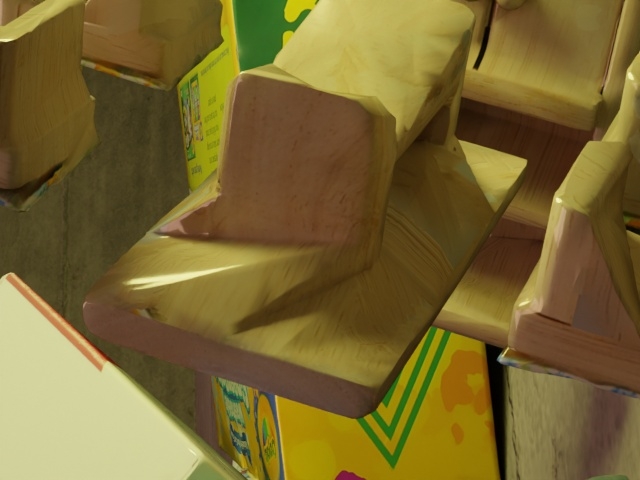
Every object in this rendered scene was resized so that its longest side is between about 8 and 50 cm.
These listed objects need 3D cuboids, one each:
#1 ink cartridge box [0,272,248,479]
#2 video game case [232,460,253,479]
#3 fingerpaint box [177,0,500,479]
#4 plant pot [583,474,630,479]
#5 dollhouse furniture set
[{"bbox_3d":[-0.139,0.233,1.513,0.279,0.160,0.385,37,171,38],"label":"ink cartridge box"},{"bbox_3d":[-0.060,0.324,1.960,0.300,0.036,0.329,-90,-4,-53],"label":"video game case"},{"bbox_3d":[0.000,0.000,1.451,0.445,0.163,0.371,177,86,-81],"label":"fingerpaint box"},{"bbox_3d":[0.090,0.283,0.740,0.252,0.248,0.247,39,130,49],"label":"plant pot"},{"bbox_3d":[0.030,-0.008,0.856,0.394,0.362,0.256,-50,-27,-57],"label":"dollhouse furniture set"}]
